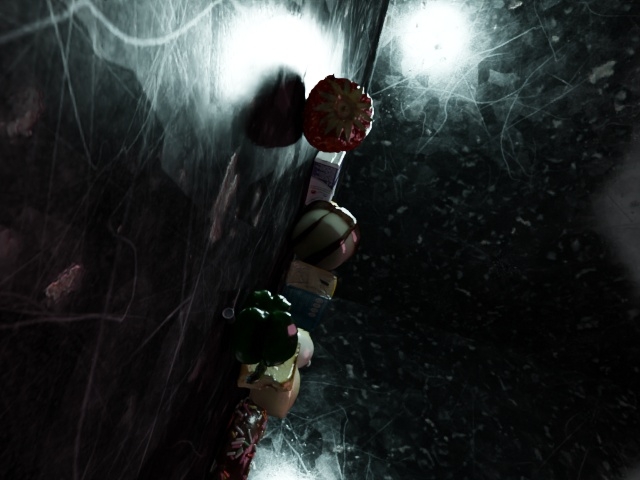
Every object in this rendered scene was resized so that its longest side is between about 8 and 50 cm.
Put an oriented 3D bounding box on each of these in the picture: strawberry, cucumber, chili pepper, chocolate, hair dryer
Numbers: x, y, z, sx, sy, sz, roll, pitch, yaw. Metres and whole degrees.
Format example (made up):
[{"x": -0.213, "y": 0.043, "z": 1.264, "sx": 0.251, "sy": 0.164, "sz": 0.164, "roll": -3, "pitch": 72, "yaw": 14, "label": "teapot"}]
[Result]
[{"x": 0.027, "y": -0.335, "z": 1.186, "sx": 0.244, "sy": 0.205, "sz": 0.205, "roll": -179, "pitch": -72, "yaw": -72, "label": "strawberry"}, {"x": -0.162, "y": 0.176, "z": 1.514, "sx": 0.039, "sy": 0.043, "sz": 0.163, "roll": 50, "pitch": 37, "yaw": -35, "label": "cucumber"}, {"x": -0.156, "y": 0.261, "z": 1.118, "sx": 0.165, "sy": 0.174, "sz": 0.261, "roll": -108, "pitch": -155, "yaw": -50, "label": "chili pepper"}, {"x": 0.000, "y": 0.000, "z": 1.630, "sx": 0.186, "sy": 0.284, "sz": 0.283, "roll": -46, "pitch": 158, "yaw": -43, "label": "chocolate"}, {"x": -0.204, "y": 0.148, "z": 0.976, "sx": 0.047, "sy": 0.026, "sz": 0.083, "roll": 104, "pitch": -2, "yaw": -61, "label": "hair dryer"}]

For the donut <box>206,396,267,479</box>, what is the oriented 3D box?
[{"x": -0.283, "y": 0.725, "z": 1.501, "sx": 0.345, "sy": 0.136, "sz": 0.259, "roll": -71, "pitch": 178, "yaw": -46, "label": "donut"}]

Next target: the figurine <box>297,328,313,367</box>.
[{"x": -0.172, "y": 0.520, "z": 2.110, "sx": 0.274, "sy": 0.226, "sz": 0.394, "roll": -42, "pitch": -172, "yaw": 1, "label": "figurine"}]

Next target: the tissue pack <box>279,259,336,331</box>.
[{"x": -0.067, "y": 0.218, "z": 1.638, "sx": 0.270, "sy": 0.192, "sz": 0.134, "roll": 116, "pitch": -8, "yaw": -48, "label": "tissue pack"}]

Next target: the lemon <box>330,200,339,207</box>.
[{"x": 0.013, "y": -0.085, "z": 1.849, "sx": 0.170, "sy": 0.170, "sz": 0.207, "roll": -65, "pitch": 173, "yaw": -63, "label": "lemon"}]

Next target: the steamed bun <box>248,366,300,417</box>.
[{"x": -0.194, "y": 0.619, "z": 1.747, "sx": 0.155, "sy": 0.200, "sz": 0.250, "roll": -60, "pitch": 164, "yaw": -68, "label": "steamed bun"}]

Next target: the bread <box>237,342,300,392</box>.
[{"x": -0.158, "y": 0.378, "z": 1.381, "sx": 0.224, "sy": 0.184, "sz": 0.211, "roll": 105, "pitch": 3, "yaw": -60, "label": "bread"}]

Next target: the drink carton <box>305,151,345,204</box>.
[{"x": 0.017, "y": -0.250, "z": 1.707, "sx": 0.134, "sy": 0.102, "sz": 0.222, "roll": -71, "pitch": 178, "yaw": -52, "label": "drink carton"}]
